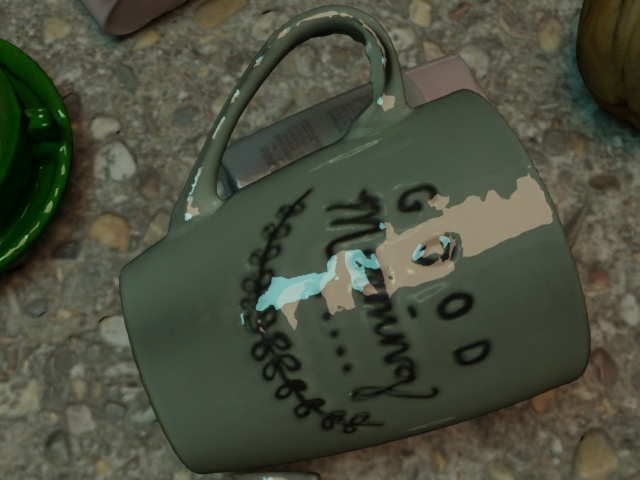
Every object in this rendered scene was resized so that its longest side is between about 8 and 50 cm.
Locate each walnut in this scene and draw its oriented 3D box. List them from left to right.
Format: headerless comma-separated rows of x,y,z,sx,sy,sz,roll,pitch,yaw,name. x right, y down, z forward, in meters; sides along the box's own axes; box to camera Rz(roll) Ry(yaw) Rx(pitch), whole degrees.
0.266,-0.155,0.609,0.166,0.149,0.167,-16,49,19,walnut

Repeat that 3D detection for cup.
0.000,0.000,0.499,0.233,0.186,0.258,-19,97,-4,cup

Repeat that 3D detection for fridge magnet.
-0.274,-0.059,0.564,0.207,0.088,0.208,1,71,-3,fridge magnet

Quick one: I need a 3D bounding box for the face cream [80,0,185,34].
-0.195,-0.288,0.659,0.107,0.073,0.269,-35,77,-6,face cream

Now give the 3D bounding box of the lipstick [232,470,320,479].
-0.023,0.271,0.482,0.059,0.059,0.264,0,71,-4,lipstick

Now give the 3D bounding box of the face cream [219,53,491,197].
0.027,-0.068,0.605,0.198,0.057,0.084,-22,74,-13,face cream
